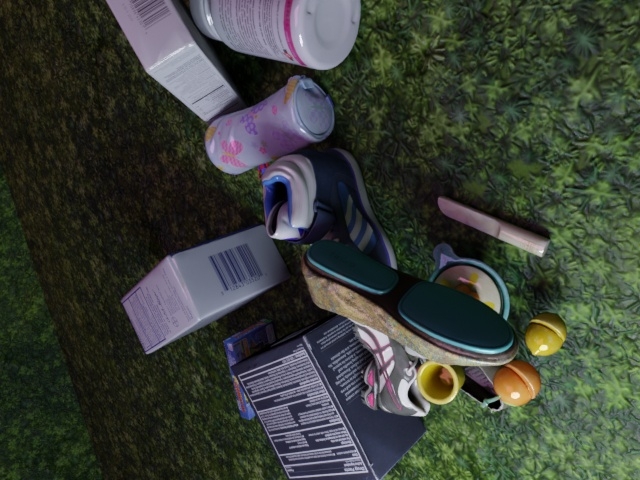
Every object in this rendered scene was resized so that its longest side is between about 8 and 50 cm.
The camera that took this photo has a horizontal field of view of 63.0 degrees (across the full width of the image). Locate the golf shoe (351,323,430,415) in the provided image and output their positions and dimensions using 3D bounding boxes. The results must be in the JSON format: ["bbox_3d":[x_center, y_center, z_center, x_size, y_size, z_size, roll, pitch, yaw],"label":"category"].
[{"bbox_3d":[0.130,0.178,0.907,0.120,0.105,0.273,8,116,41],"label":"golf shoe"}]

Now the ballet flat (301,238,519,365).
[{"bbox_3d":[0.117,0.106,0.773,0.348,0.123,0.123,25,122,30],"label":"ballet flat"}]

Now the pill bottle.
[{"bbox_3d":[-0.086,-0.397,0.897,0.283,0.160,0.160,24,122,34],"label":"pill bottle"}]

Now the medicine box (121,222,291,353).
[{"bbox_3d":[-0.265,0.110,1.194,0.289,0.263,0.149,-32,84,44],"label":"medicine box"}]

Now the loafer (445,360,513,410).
[{"bbox_3d":[0.233,0.199,0.897,0.251,0.087,0.094,31,125,31],"label":"loafer"}]

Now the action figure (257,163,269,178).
[{"bbox_3d":[-0.117,-0.147,1.122,0.038,0.030,0.115,-30,83,49],"label":"action figure"}]

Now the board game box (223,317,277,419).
[{"bbox_3d":[-0.152,0.307,1.261,0.035,0.136,0.201,2,107,41],"label":"board game box"}]

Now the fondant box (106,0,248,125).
[{"bbox_3d":[-0.269,-0.371,0.973,0.096,0.330,0.238,-30,84,3],"label":"fondant box"}]

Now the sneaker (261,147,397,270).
[{"bbox_3d":[0.000,0.000,0.924,0.130,0.236,0.323,-13,97,45],"label":"sneaker"}]

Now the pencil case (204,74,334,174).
[{"bbox_3d":[-0.105,-0.215,1.006,0.273,0.113,0.124,-14,113,41],"label":"pencil case"}]

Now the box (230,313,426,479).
[{"bbox_3d":[0.008,0.328,1.089,0.296,0.182,0.294,-32,83,47],"label":"box"}]

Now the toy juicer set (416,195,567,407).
[{"bbox_3d":[0.255,0.094,0.786,0.209,0.089,0.329,4,90,34],"label":"toy juicer set"}]
